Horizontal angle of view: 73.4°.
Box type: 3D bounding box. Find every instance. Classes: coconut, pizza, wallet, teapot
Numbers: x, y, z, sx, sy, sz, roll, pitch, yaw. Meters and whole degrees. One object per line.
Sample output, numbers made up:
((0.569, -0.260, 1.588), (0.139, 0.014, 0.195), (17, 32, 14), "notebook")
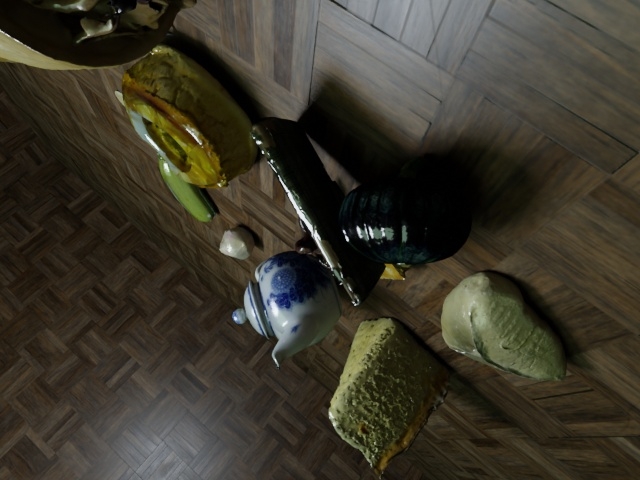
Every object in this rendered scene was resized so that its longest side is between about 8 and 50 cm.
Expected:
((-0.268, 0.012, 1.390), (0.110, 0.110, 0.124), (50, 160, -18), "coconut")
((0.126, 0.031, 0.874), (0.134, 0.046, 0.175), (36, 157, 20), "pizza")
((0.006, -0.059, 0.710), (0.044, 0.169, 0.317), (-31, 91, 24), "wallet")
((-0.095, 0.160, 1.125), (0.424, 0.279, 0.253), (-114, 8, -58), "teapot")

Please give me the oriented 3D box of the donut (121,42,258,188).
((-0.284, -0.240, 0.915), (0.330, 0.160, 0.330), (38, 165, 12), "donut")

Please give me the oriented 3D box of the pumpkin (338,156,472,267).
((0.119, -0.028, 0.626), (0.194, 0.194, 0.150), (121, 129, -67), "pumpkin")

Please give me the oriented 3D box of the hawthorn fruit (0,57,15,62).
((-0.709, -0.556, 0.919), (0.267, 0.268, 0.301), (42, 148, 2), "hawthorn fruit")

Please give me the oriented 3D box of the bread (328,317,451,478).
((0.154, 0.395, 1.158), (0.248, 0.315, 0.279), (46, 167, -4), "bread")

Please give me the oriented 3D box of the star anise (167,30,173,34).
((-0.349, -0.447, 0.779), (0.204, 0.061, 0.181), (38, 157, 13), "star anise")

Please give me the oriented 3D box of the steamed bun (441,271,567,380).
((0.289, 0.155, 0.755), (0.231, 0.110, 0.213), (11, 141, 47), "steamed bun")

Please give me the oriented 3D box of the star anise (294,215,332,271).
((0.000, 0.000, 0.905), (0.272, 0.102, 0.272), (53, 164, 22), "star anise")

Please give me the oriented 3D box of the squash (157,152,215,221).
((-0.435, -0.180, 1.355), (0.094, 0.094, 0.341), (25, 154, 35), "squash")

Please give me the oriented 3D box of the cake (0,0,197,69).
((-0.282, -0.369, 0.494), (0.320, 0.332, 0.332), (12, 143, 39), "cake")

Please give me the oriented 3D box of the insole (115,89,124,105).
((-0.515, -0.372, 1.241), (0.247, 0.011, 0.081), (32, 156, 24), "insole")
